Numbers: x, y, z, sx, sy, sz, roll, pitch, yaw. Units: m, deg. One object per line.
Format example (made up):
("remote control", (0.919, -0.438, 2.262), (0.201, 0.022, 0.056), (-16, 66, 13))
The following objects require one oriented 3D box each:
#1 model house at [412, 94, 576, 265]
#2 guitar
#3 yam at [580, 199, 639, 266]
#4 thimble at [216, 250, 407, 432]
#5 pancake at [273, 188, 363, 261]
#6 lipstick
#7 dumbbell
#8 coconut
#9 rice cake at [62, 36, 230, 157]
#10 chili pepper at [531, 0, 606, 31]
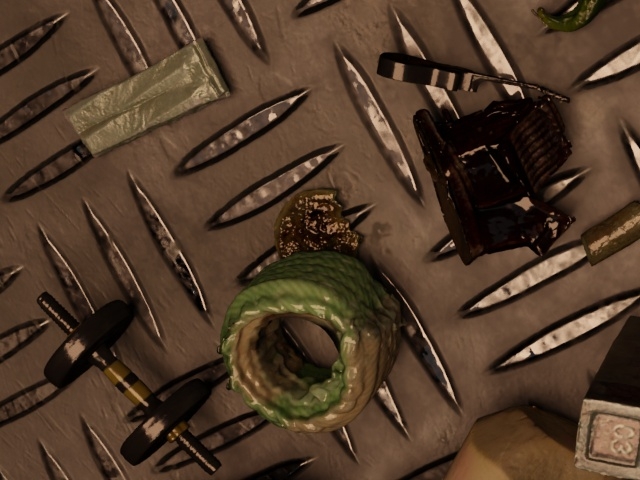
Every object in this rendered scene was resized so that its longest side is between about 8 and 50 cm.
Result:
("model house", (0.218, -0.073, 1.815), (0.164, 0.141, 0.203), (-20, 116, -1))
("guitar", (0.181, -0.189, 1.820), (0.233, 0.088, 0.025), (13, 104, 6))
("yam", (0.347, -0.008, 1.809), (0.094, 0.043, 0.043), (-33, 89, 20))
("thimble", (-0.009, 0.125, 1.882), (0.219, 0.150, 0.219), (8, 114, 18))
("pancake", (-0.005, 0.002, 1.941), (0.116, 0.022, 0.129), (-30, 88, 22))
("lipstick", (0.343, 0.162, 1.667), (0.076, 0.371, 0.080), (8, 103, 16))
("dumbbell", (-0.251, 0.185, 1.995), (0.325, 0.143, 0.143), (45, 111, 6))
("coconut", (0.242, 0.320, 1.816), (0.241, 0.241, 0.241), (4, 102, 18))
("rice cake", (-0.225, -0.180, 1.969), (0.226, 0.040, 0.085), (-23, 93, 21))
("chili pepper", (0.328, -0.405, 1.727), (0.085, 0.076, 0.359), (12, 105, -10))
